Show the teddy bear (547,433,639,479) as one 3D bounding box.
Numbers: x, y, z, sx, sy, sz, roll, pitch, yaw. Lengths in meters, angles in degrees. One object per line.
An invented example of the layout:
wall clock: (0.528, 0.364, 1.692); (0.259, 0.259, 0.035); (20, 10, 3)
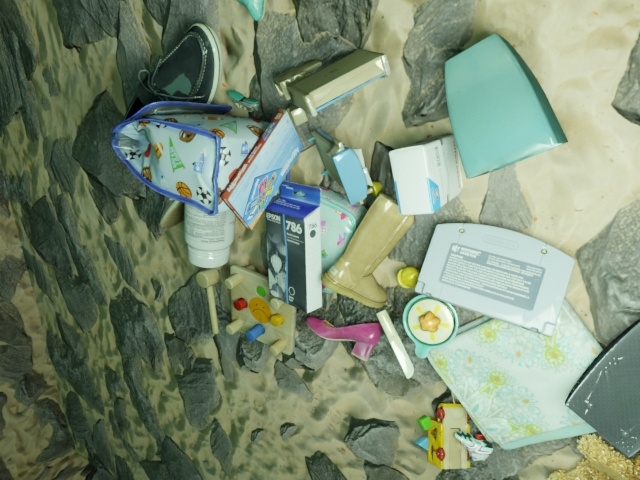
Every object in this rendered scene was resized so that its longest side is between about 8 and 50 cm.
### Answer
teddy bear: (0.694, 0.551, 0.998); (0.245, 0.113, 0.337); (32, 131, 27)

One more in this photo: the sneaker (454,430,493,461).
sneaker: (0.388, 0.543, 1.130); (0.098, 0.038, 0.069); (21, 107, 15)

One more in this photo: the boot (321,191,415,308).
boot: (0.158, 0.037, 1.120); (0.269, 0.236, 0.089); (-55, 42, 14)

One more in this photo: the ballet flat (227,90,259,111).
ballet flat: (-0.223, -0.395, 1.253); (0.115, 0.041, 0.041); (28, 121, 22)

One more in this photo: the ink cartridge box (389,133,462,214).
ink cartridge box: (0.236, -0.147, 0.953); (0.082, 0.191, 0.139); (-2, 106, 35)

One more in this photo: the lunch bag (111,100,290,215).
lunch bag: (-0.315, -0.249, 1.188); (0.386, 0.328, 0.238); (20, 113, 27)

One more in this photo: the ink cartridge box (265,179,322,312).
ink cartridge box: (-0.073, 0.014, 1.162); (0.166, 0.065, 0.332); (17, 114, 44)

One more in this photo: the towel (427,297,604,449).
towel: (0.482, 0.322, 1.042); (0.374, 0.090, 0.320); (-39, 86, 37)

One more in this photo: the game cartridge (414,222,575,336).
game cartridge: (0.383, 0.070, 0.970); (0.298, 0.062, 0.197); (18, 79, 27)

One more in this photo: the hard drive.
hard drive: (0.636, 0.285, 0.879); (0.172, 0.054, 0.254); (40, 96, 8)

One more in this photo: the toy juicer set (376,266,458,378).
toy juicer set: (0.246, 0.174, 1.087); (0.209, 0.090, 0.329); (46, 110, 17)

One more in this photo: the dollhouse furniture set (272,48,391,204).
dollhouse furniture set: (0.064, -0.284, 1.086); (0.286, 0.198, 0.303); (52, 169, 55)

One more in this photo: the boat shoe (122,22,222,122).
boat shoe: (-0.461, -0.435, 1.321); (0.500, 0.156, 0.186); (-37, 84, 36)

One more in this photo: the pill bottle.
pill bottle: (-0.352, -0.066, 1.389); (0.161, 0.160, 0.282); (23, 120, 24)

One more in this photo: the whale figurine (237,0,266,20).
whale figurine: (-0.133, -0.663, 1.022); (0.216, 0.141, 0.272); (50, 127, 6)

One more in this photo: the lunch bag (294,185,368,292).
lunch bag: (0.000, 0.000, 1.217); (0.224, 0.108, 0.278); (27, 121, 22)

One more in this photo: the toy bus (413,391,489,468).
toy bus: (0.344, 0.517, 1.195); (0.190, 0.202, 0.104); (52, 158, -3)

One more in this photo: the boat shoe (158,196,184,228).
boat shoe: (-0.478, -0.158, 1.479); (0.092, 0.103, 0.285); (50, 123, 14)

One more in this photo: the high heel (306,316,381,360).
high heel: (0.066, 0.255, 1.311); (0.244, 0.082, 0.117); (24, 92, 38)

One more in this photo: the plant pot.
plant pot: (0.346, -0.265, 0.857); (0.166, 0.166, 0.234); (-22, 89, 37)

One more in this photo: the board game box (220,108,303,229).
board game box: (-0.139, -0.179, 1.105); (0.027, 0.281, 0.145); (19, 159, 27)

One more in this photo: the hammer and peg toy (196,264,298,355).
hammer and peg toy: (-0.234, 0.214, 1.446); (0.362, 0.127, 0.265); (17, 119, 27)
